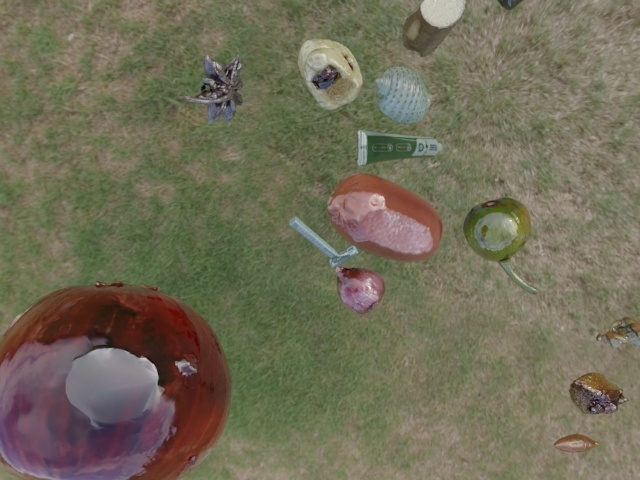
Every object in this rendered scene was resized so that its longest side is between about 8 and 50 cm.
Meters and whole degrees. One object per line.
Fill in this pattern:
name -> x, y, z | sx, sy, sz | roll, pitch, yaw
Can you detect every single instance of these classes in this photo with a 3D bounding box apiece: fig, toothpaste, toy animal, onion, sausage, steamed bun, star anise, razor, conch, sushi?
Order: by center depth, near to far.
sushi -> 0.346, 0.195, 0.682 | 0.047, 0.099, 0.050 | 47, 123, 46
onion -> -0.287, 0.206, 0.779 | 0.342, 0.341, 0.340 | 4, 106, 16
sausage -> 0.123, -0.038, 1.014 | 0.255, 0.148, 0.148 | 18, 113, -23
fig -> 0.422, 0.022, 1.243 | 0.149, 0.149, 0.245 | -20, 109, 21
conch -> 0.212, -0.376, 1.405 | 0.153, 0.102, 0.135 | 17, 85, 5
steamed bun -> 0.013, -0.448, 1.416 | 0.141, 0.155, 0.172 | -30, 55, 18
toy animal -> 0.961, 0.301, 1.595 | 0.313, 0.157, 0.097 | 29, 116, 7
star anise -> -0.295, -0.437, 1.605 | 0.089, 0.231, 0.209 | 9, 144, 30
toothpaste -> 0.241, -0.274, 1.619 | 0.061, 0.392, 0.098 | 8, 103, 47
razor -> 0.000, 0.008, 1.816 | 0.111, 0.056, 0.278 | -32, 134, 26
onion -> 0.120, 0.151, 1.832 | 0.195, 0.159, 0.159 | 38, 112, -3

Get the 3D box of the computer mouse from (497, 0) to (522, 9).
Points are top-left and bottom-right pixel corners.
computer mouse -> 0.403, -0.533, 1.138 | 0.047, 0.135, 0.079 | 38, 147, 29

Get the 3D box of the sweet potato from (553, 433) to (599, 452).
sweet potato -> 0.471, 0.376, 1.015 | 0.095, 0.034, 0.034 | 5, 108, -14

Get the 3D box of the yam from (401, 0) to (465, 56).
yam -> 0.317, -0.625, 1.569 | 0.130, 0.238, 0.128 | -22, 91, -6
